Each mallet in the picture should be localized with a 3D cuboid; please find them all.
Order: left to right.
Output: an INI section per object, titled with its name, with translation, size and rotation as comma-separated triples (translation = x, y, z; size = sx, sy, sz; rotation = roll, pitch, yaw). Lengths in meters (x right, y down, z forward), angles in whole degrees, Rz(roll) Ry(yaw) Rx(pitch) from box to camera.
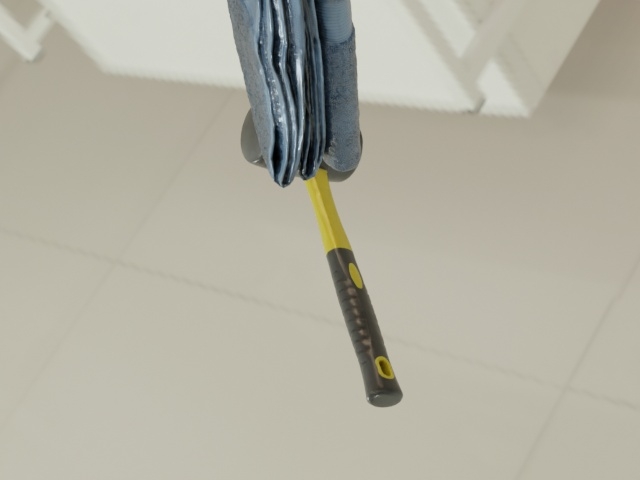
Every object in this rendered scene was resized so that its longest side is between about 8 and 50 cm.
[mallet]
translation = 0.000, 0.000, 0.687
size = 0.062, 0.190, 0.039
rotation = 17, 131, -27

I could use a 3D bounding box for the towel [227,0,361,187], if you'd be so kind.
[towel]
translation = -0.012, -0.074, 0.370
size = 0.119, 0.029, 0.067
rotation = 83, 170, -53
